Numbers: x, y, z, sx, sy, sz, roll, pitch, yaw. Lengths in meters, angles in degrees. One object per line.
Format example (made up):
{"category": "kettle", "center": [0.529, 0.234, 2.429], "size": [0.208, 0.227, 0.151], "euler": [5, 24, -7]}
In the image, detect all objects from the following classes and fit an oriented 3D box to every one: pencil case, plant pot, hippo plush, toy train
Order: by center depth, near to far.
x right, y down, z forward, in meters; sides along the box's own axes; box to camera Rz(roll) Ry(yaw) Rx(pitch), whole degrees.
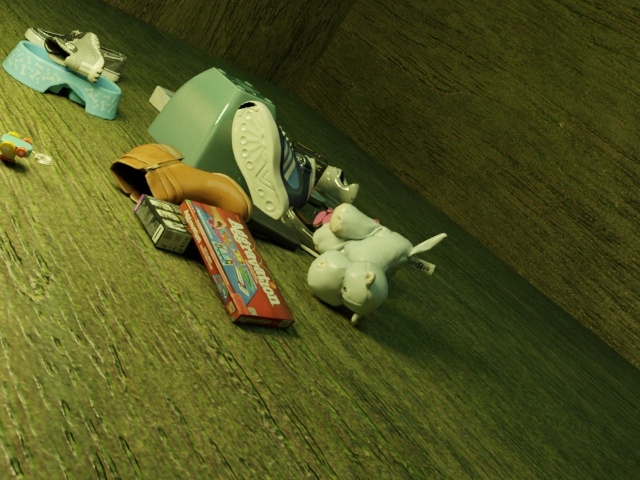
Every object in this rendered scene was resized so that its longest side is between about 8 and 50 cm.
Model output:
{"category": "toy train", "center": [-0.554, -0.147, 1.226], "size": [0.125, 0.046, 0.166], "euler": [42, 20, 26]}
{"category": "hippo plush", "center": [0.091, 0.087, 1.618], "size": [0.295, 0.234, 0.236], "euler": [20, 44, 9]}
{"category": "pencil case", "center": [0.074, -0.028, 1.901], "size": [0.209, 0.098, 0.095], "euler": [16, -25, 43]}
{"category": "plant pot", "center": [-0.266, -0.313, 1.938], "size": [0.247, 0.252, 0.248], "euler": [14, 23, -49]}

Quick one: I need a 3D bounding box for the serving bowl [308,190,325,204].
{"category": "serving bowl", "center": [-0.025, -0.138, 2.316], "size": [0.083, 0.027, 0.083], "euler": [30, 16, -9]}

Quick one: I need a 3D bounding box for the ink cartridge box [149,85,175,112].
{"category": "ink cartridge box", "center": [-0.439, -0.418, 2.283], "size": [0.180, 0.060, 0.104], "euler": [14, 24, -51]}

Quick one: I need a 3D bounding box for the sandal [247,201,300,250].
{"category": "sandal", "center": [-0.151, -0.037, 1.713], "size": [0.255, 0.054, 0.097], "euler": [35, 18, -34]}

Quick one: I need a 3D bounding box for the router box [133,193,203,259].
{"category": "router box", "center": [-0.263, -0.019, 1.412], "size": [0.179, 0.046, 0.133], "euler": [20, 19, -42]}

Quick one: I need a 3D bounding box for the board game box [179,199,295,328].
{"category": "board game box", "center": [-0.158, 0.043, 1.352], "size": [0.145, 0.027, 0.281], "euler": [15, 36, -50]}

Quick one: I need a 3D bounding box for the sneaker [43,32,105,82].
{"category": "sneaker", "center": [-0.621, -0.481, 1.780], "size": [0.132, 0.086, 0.228], "euler": [18, 22, -39]}

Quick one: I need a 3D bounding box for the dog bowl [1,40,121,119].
{"category": "dog bowl", "center": [-0.639, -0.406, 1.809], "size": [0.297, 0.074, 0.166], "euler": [23, 18, -36]}

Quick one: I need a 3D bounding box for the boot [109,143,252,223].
{"category": "boot", "center": [-0.292, -0.108, 1.527], "size": [0.283, 0.109, 0.220], "euler": [41, 20, 0]}

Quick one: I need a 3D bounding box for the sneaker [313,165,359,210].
{"category": "sneaker", "center": [0.013, -0.204, 2.412], "size": [0.297, 0.129, 0.111], "euler": [38, 17, 21]}

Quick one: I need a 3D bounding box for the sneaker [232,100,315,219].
{"category": "sneaker", "center": [-0.110, -0.228, 1.910], "size": [0.130, 0.322, 0.236], "euler": [-4, 19, 27]}

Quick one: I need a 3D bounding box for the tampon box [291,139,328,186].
{"category": "tampon box", "center": [-0.069, -0.200, 2.162], "size": [0.121, 0.161, 0.101], "euler": [31, 15, -11]}

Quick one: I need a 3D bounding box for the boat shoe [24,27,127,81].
{"category": "boat shoe", "center": [-0.712, -0.571, 2.119], "size": [0.301, 0.102, 0.108], "euler": [20, 20, -41]}

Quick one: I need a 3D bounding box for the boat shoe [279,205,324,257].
{"category": "boat shoe", "center": [0.000, 0.000, 1.841], "size": [0.233, 0.079, 0.084], "euler": [33, 13, -7]}
